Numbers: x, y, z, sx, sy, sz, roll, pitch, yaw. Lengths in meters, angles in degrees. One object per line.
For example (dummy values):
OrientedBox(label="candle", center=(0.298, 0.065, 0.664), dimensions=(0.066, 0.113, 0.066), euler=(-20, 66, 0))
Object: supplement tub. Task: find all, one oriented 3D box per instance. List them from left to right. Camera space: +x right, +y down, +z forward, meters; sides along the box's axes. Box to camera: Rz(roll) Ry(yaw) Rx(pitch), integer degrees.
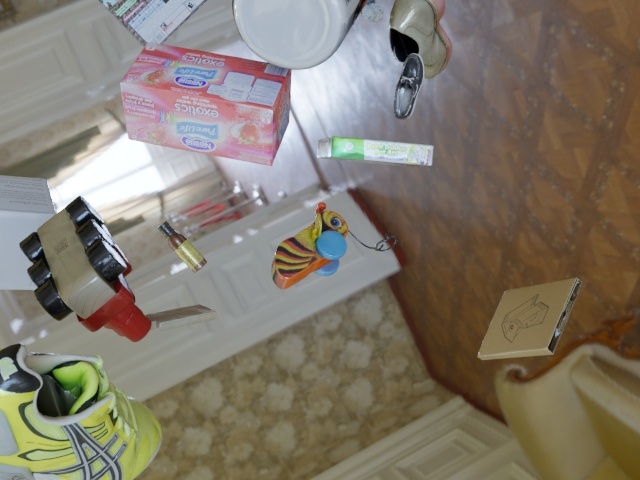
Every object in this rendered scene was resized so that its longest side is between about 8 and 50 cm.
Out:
OrientedBox(label="supplement tub", center=(-0.014, -0.473, 1.431), dimensions=(0.338, 0.207, 0.207), euler=(-65, -36, -48))

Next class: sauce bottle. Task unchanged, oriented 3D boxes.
OrientedBox(label="sauce bottle", center=(-0.303, 0.012, 1.702), dimensions=(0.128, 0.042, 0.042), euler=(51, 171, -8))

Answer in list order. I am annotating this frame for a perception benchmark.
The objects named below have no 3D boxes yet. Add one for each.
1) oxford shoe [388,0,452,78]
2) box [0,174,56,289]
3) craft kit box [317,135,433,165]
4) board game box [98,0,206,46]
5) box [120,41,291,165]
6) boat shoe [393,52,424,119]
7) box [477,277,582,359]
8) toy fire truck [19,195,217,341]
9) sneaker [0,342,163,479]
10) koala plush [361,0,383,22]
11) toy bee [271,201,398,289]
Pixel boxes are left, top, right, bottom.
OrientedBox(label="oxford shoe", center=(0.226, -0.485, 1.914), dimensions=(0.140, 0.146, 0.397), euler=(30, 174, 21))
OrientedBox(label="box", center=(-0.585, -0.014, 1.387), dimensions=(0.119, 0.182, 0.181), euler=(57, 133, 44))
OrientedBox(label="craft kit box", center=(0.130, -0.223, 1.956), dimensions=(0.246, 0.250, 0.061), euler=(-162, 76, -82))
OrientedBox(label="board game box", center=(-0.446, -0.652, 1.898), dimensions=(0.141, 0.232, 0.291), euler=(48, -178, 42))
OrientedBox(label="box", center=(-0.217, -0.266, 1.517), dimensions=(0.142, 0.300, 0.154), euler=(95, -173, -46))
OrientedBox(label="boat shoe", center=(0.164, -0.291, 1.474), dimensions=(0.046, 0.038, 0.125), euler=(21, 111, 20))
OrientedBox(label="box", center=(0.403, 0.155, 1.510), dimensions=(0.021, 0.164, 0.201), euler=(39, 154, -17))
OrientedBox(label="toy fire truck", center=(-0.300, 0.067, 1.180), dimensions=(0.246, 0.158, 0.217), euler=(54, 175, -39))
OrientedBox(label="sneaker", center=(-0.277, 0.211, 0.890), dimensions=(0.145, 0.147, 0.385), euler=(60, -170, 22))
OrientedBox(label="koala plush", center=(0.065, -0.666, 2.049), dimensions=(0.203, 0.221, 0.196), euler=(-47, 62, 29))
OrientedBox(label="toy bee", center=(0.000, 0.000, 1.791), dimensions=(0.195, 0.298, 0.162), euler=(-51, 60, 37))
